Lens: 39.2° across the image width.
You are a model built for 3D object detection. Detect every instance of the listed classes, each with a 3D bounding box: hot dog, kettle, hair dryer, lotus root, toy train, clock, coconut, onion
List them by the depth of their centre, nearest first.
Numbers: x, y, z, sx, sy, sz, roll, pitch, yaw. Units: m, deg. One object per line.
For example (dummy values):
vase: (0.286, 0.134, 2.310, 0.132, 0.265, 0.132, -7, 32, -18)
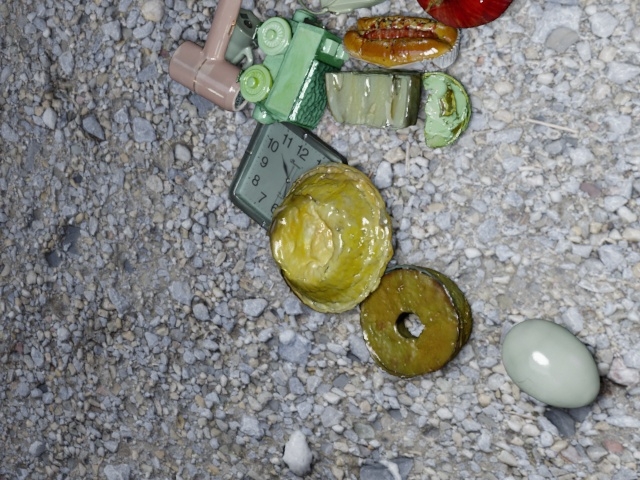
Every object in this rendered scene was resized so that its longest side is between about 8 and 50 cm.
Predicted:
onion: (0.280, -0.542, 1.770, 0.248, 0.161, 0.248, 1, 93, 17)
coconut: (0.263, -0.270, 1.883, 0.133, 0.055, 0.158, 18, 107, 34)
hot dog: (0.166, -0.414, 1.887, 0.268, 0.144, 0.075, 12, 142, 28)
lotus root: (0.126, -0.309, 1.924, 0.235, 0.138, 0.119, 14, 113, 43)
toy train: (-0.061, -0.381, 2.027, 0.188, 0.159, 0.272, 28, 100, 28)
hair dryer: (-0.214, -0.478, 2.052, 0.189, 0.107, 0.344, 31, 122, 14)
clock: (-0.078, -0.141, 2.156, 0.273, 0.049, 0.279, 40, 118, 24)
kettle: (-0.205, -0.467, 2.169, 0.127, 0.098, 0.148, 43, 126, -10)

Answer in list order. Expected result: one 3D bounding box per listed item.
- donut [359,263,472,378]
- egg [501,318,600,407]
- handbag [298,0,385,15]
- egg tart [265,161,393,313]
donut: (0.214, 0.174, 1.975, 0.272, 0.107, 0.272, 7, 101, 40)
egg: (0.455, 0.246, 1.778, 0.209, 0.151, 0.151, 41, 119, 22)
handbag: (0.035, -0.619, 1.956, 0.219, 0.079, 0.256, -3, 96, 24)
egg tart: (0.000, 0.000, 2.000, 0.345, 0.132, 0.345, 4, 97, 37)
